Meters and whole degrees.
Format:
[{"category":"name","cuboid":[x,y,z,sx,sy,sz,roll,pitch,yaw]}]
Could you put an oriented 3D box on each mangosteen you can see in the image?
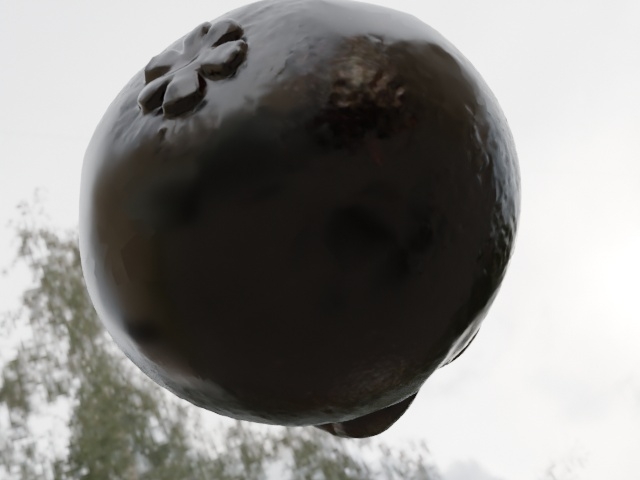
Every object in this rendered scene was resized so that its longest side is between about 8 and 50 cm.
[{"category":"mangosteen","cuboid":[-0.014,-0.001,0.835,0.297,0.297,0.313,-12,-58,-15]}]
